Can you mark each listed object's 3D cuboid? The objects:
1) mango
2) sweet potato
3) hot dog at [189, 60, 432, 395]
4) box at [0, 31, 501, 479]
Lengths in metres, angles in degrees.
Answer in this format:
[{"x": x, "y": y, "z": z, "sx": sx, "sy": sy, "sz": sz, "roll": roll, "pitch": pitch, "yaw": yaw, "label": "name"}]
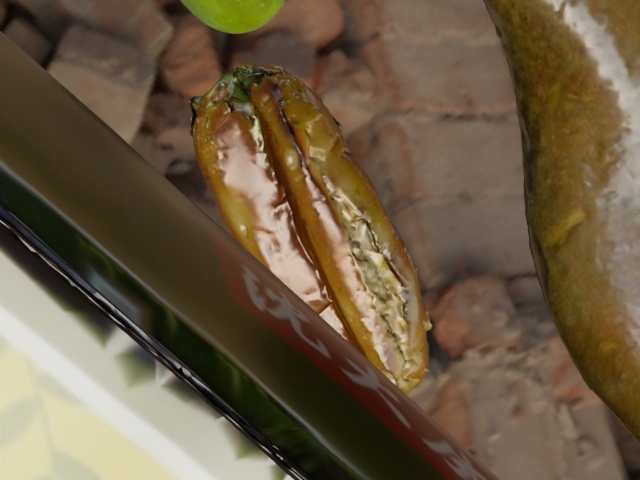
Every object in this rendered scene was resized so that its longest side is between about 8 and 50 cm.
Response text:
[{"x": -0.063, "y": -0.163, "z": 1.022, "sx": 0.073, "sy": 0.108, "sz": 0.056, "roll": 37, "pitch": 88, "yaw": 16, "label": "mango"}, {"x": 0.096, "y": 0.027, "z": 0.382, "sx": 0.059, "sy": 0.069, "sz": 0.249, "roll": -23, "pitch": 79, "yaw": -31, "label": "sweet potato"}, {"x": 0.000, "y": 0.000, "z": 1.117, "sx": 0.072, "sy": 0.115, "sz": 0.269, "roll": -48, "pitch": 128, "yaw": -39, "label": "hot dog"}, {"x": -0.129, "y": 0.187, "z": 0.459, "sx": 0.373, "sy": 0.420, "sz": 0.138, "roll": 42, "pitch": 9, "yaw": -9, "label": "box"}]
